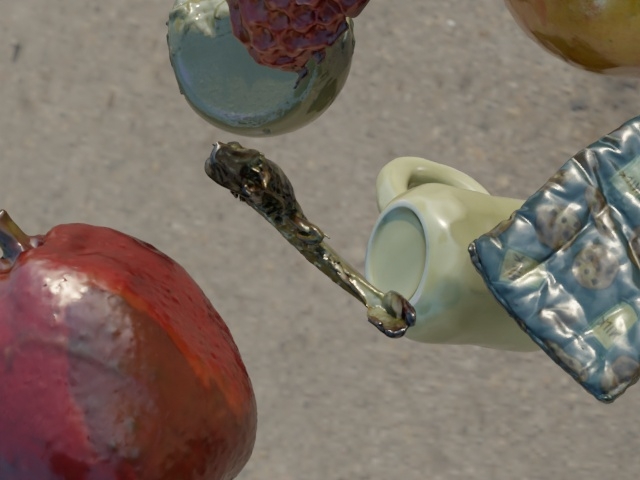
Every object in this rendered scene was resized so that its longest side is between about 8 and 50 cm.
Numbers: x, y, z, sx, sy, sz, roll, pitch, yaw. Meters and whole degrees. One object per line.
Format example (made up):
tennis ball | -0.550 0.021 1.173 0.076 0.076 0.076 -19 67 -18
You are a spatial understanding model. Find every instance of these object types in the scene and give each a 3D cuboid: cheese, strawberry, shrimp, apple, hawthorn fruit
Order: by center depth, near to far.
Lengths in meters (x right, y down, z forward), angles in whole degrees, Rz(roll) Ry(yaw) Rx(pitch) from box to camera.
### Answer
shrimp | -0.002 0.003 1.061 0.035 0.195 0.148 -44 70 0
strawberry | -0.019 -0.298 1.432 0.280 0.150 0.253 135 146 -57
hawthorn fruit | -0.203 0.115 1.464 0.265 0.265 0.307 -27 99 39
apple | 0.302 -0.304 1.635 0.299 0.275 0.299 -8 52 10
cheese | -0.055 -0.198 1.868 0.202 0.091 0.175 -5 111 26

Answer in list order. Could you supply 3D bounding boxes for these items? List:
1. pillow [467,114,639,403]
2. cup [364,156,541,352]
pillow | 0.267 -0.003 1.425 0.255 0.034 0.189 -38 65 -4
cup | 0.162 -0.006 1.925 0.173 0.202 0.255 -39 50 49
